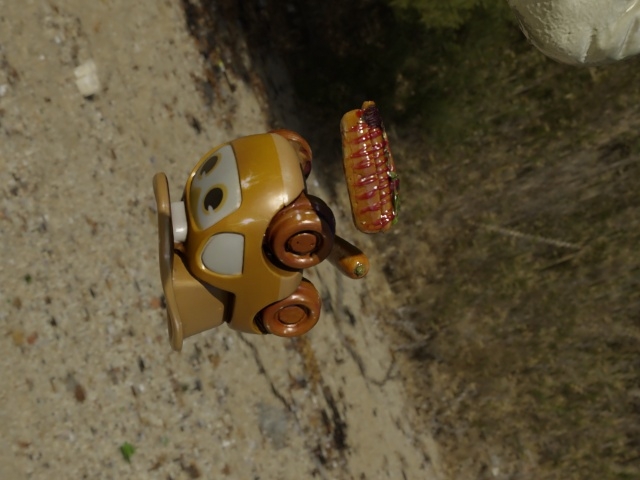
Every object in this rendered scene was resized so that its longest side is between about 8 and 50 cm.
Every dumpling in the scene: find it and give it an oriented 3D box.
[{"bbox_3d":[0.247,-0.208,0.781,0.181,0.155,0.111,-20,96,-44],"label":"dumpling"}]

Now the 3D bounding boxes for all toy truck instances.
[{"bbox_3d":[-0.103,0.004,1.181,0.204,0.212,0.288,-106,-163,-47],"label":"toy truck"}]

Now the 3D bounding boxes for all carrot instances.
[{"bbox_3d":[0.000,0.000,1.365,0.248,0.043,0.043,35,-26,53],"label":"carrot"}]

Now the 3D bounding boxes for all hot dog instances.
[{"bbox_3d":[0.055,-0.078,1.000,0.038,0.062,0.144,-2,-84,59],"label":"hot dog"}]
